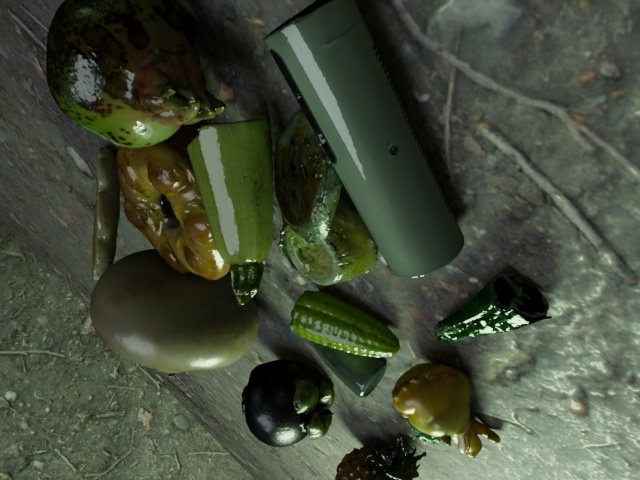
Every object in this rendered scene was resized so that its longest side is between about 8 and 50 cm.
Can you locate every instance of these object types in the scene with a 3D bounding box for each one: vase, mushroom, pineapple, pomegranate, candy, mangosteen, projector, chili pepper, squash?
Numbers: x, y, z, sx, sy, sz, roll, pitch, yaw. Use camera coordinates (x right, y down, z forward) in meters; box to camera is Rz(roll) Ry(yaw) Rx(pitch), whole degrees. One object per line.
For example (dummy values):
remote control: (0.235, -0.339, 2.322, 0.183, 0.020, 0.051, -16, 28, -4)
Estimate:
vase: (0.028, 0.227, 1.091, 0.214, 0.086, 0.086, 33, 147, 25)
mushroom: (-0.321, 0.180, 1.160, 0.362, 0.362, 0.294, 26, 102, 27)
pineapple: (0.157, 0.561, 1.288, 0.169, 0.169, 0.340, 39, 138, 7)
pomegranate: (-0.237, -0.240, 0.734, 0.277, 0.203, 0.222, 7, 144, 19)
candy: (0.048, 0.162, 0.979, 0.210, 0.096, 0.096, 19, 142, 22)
mangosteen: (-0.080, 0.405, 1.312, 0.243, 0.243, 0.243, 29, 146, 22)
projector: (0.062, -0.112, 0.619, 0.108, 0.108, 0.337, 0, 128, 49)
chili pepper: (0.226, 0.117, 0.758, 0.088, 0.059, 0.227, 29, 152, -1)
squash: (-0.128, -0.048, 0.814, 0.137, 0.137, 0.287, 15, 119, 38)

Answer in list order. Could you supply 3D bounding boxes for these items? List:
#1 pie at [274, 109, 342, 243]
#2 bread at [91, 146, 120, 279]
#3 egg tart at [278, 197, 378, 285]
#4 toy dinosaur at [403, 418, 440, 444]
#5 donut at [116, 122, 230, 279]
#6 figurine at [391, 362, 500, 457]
pie: (-0.023, -0.087, 0.729, 0.187, 0.041, 0.186, 173, 90, -68)
bread: (-0.500, -0.061, 1.222, 0.316, 0.054, 0.315, -176, 90, -65)
egg tart: (0.000, 0.000, 0.852, 0.197, 0.078, 0.197, 27, 141, 24)
toy dinosaur: (0.223, 0.421, 1.151, 0.062, 0.021, 0.083, -19, 117, 48)
donut: (-0.247, -0.072, 0.976, 0.317, 0.150, 0.299, 0, 128, 50)
figurine: (0.220, 0.298, 0.927, 0.246, 0.131, 0.156, 48, -168, -36)
